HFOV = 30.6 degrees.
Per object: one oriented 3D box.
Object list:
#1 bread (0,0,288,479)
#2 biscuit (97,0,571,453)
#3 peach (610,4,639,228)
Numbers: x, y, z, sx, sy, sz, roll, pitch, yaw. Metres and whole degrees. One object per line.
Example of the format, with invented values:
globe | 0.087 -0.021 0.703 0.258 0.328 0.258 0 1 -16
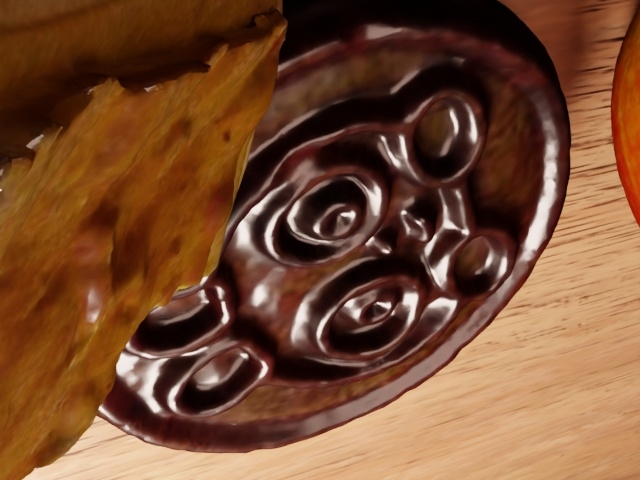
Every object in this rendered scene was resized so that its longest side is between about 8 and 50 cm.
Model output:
bread | -0.184 0.017 0.534 0.314 0.191 0.370 -39 154 -63
biscuit | 0.000 0.000 0.808 0.407 0.091 0.407 -20 140 -18
peach | 0.401 -0.067 0.812 0.388 0.388 0.388 -20 139 -18
